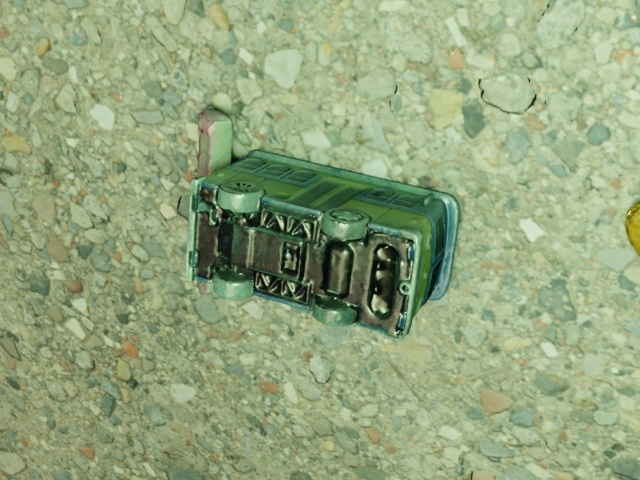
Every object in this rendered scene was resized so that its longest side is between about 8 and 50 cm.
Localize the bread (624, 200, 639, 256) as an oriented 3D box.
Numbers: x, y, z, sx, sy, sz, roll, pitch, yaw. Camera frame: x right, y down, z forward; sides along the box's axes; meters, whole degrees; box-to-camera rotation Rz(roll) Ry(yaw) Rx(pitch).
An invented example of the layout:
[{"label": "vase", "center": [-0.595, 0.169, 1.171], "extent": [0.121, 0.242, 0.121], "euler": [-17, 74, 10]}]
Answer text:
[{"label": "bread", "center": [0.440, -0.037, 1.243], "extent": [0.114, 0.083, 0.211], "euler": [46, 130, -1]}]

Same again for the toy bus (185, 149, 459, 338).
[{"label": "toy bus", "center": [0.000, 0.000, 1.440], "extent": [0.312, 0.190, 0.152], "euler": [14, 112, 21]}]

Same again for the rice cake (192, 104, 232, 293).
[{"label": "rice cake", "center": [-0.154, -0.055, 1.571], "extent": [0.051, 0.081, 0.290], "euler": [-8, 129, -17]}]
